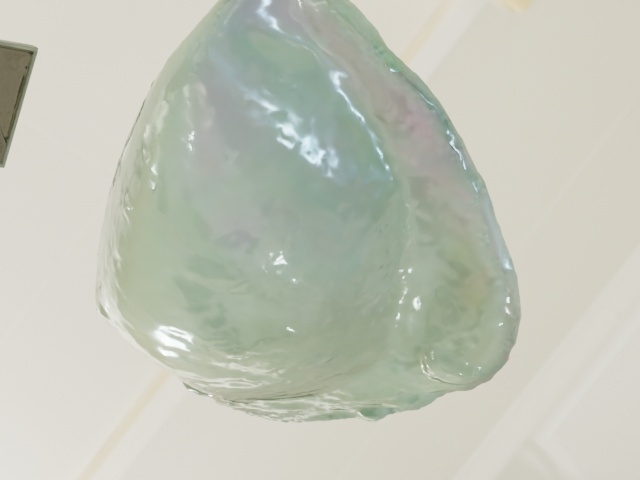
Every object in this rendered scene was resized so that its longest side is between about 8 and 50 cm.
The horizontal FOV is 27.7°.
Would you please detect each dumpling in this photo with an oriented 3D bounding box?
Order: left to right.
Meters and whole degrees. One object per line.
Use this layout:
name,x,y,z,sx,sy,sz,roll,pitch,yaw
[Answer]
dumpling,-0.005,-0.008,0.483,0.149,0.216,0.105,7,-137,-11

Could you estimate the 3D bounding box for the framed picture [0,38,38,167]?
framed picture,-0.230,-0.093,0.874,0.007,0.089,0.066,30,-162,39
